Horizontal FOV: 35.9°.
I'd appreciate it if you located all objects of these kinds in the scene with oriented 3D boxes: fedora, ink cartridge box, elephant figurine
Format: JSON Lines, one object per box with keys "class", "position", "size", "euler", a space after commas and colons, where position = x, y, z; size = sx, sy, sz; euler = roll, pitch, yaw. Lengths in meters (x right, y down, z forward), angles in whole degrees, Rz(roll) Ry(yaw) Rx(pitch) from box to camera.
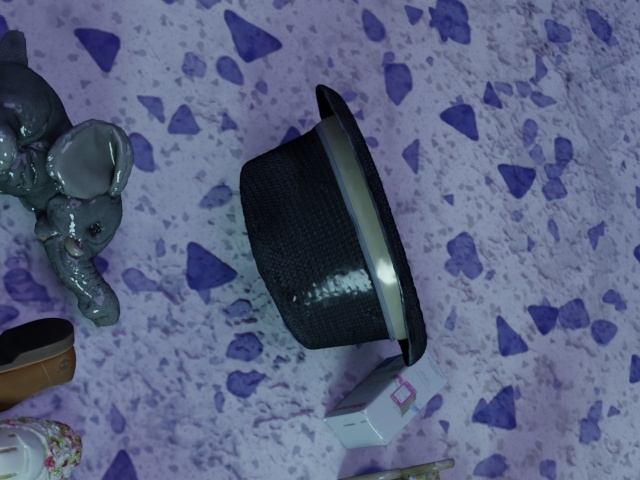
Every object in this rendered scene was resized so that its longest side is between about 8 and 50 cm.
{"class": "fedora", "position": [0.000, 0.000, 1.117], "size": [0.152, 0.334, 0.334], "euler": [-19, 82, -2]}
{"class": "ink cartridge box", "position": [0.076, 0.187, 1.162], "size": [0.122, 0.088, 0.052], "euler": [-38, 96, -33]}
{"class": "elephant figurine", "position": [-0.273, -0.061, 1.035], "size": [0.239, 0.186, 0.169], "euler": [33, 17, -28]}

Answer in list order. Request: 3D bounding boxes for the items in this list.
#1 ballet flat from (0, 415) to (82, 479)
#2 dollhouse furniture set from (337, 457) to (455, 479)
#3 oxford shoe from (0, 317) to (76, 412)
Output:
{"class": "ballet flat", "position": [-0.336, 0.211, 0.930], "size": [0.241, 0.077, 0.091], "euler": [2, 83, -29]}
{"class": "dollhouse furniture set", "position": [0.170, 0.352, 1.114], "size": [0.242, 0.161, 0.212], "euler": [-3, 75, -30]}
{"class": "oxford shoe", "position": [-0.340, 0.142, 0.962], "size": [0.212, 0.076, 0.076], "euler": [-13, 120, -21]}
